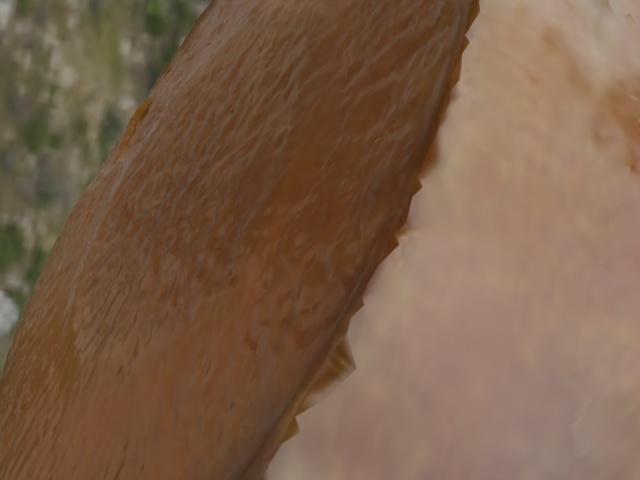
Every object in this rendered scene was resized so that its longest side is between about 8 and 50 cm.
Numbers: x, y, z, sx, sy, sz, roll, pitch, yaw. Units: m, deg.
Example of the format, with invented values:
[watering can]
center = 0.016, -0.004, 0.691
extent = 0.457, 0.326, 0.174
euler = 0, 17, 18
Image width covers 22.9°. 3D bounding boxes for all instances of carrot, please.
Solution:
[carrot]
center = 0.000, 0.000, 0.492
extent = 0.258, 0.100, 0.307
euler = -30, -143, 39
